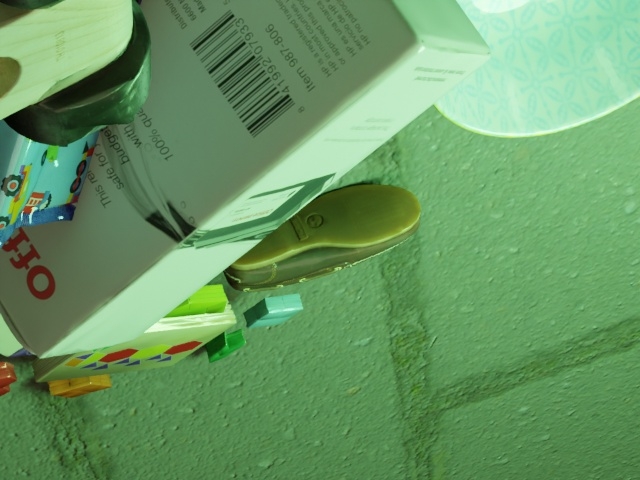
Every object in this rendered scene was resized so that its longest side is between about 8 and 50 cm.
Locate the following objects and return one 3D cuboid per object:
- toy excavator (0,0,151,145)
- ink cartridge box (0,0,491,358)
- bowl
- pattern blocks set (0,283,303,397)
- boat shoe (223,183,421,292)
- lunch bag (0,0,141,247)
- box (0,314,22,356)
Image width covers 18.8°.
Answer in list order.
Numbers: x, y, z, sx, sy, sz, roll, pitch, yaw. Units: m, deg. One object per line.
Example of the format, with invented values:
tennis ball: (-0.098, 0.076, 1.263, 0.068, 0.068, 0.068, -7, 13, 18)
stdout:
toy excavator: (-0.368, -0.209, 1.158, 0.433, 0.445, 0.222, -29, 159, -14)
ink cartridge box: (-0.118, -0.136, 1.481, 0.395, 0.285, 0.166, -38, 167, 21)
bowl: (0.191, -0.241, 1.655, 0.290, 0.156, 0.289, -16, 144, -12)
pattern blocks set: (-0.192, 0.101, 1.938, 0.325, 0.026, 0.285, 0, 158, -46)
boat shoe: (0.000, 0.000, 1.944, 0.207, 0.073, 0.073, -12, 146, -3)
lunch bag: (-0.296, -0.158, 1.368, 0.221, 0.293, 0.138, -70, 166, 15)
box: (-0.207, -0.046, 1.700, 0.311, 0.148, 0.121, -31, 146, 14)
